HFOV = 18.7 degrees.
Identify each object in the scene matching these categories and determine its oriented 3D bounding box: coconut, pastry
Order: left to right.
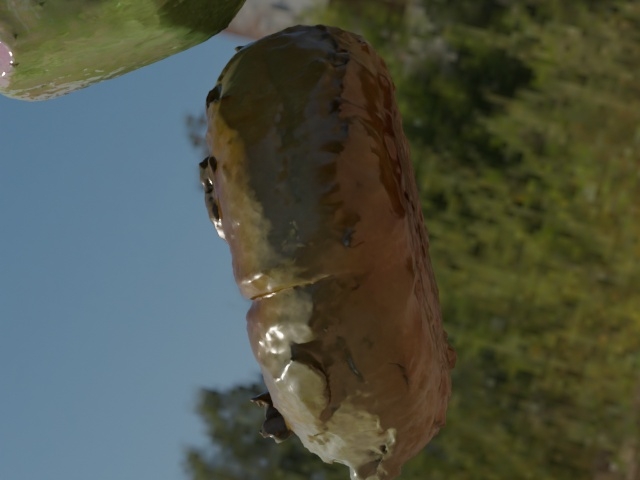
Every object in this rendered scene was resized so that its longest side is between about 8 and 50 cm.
[{"bbox_3d":[-0.138,-0.189,1.041,0.204,0.236,0.236,-36,-39,-66],"label":"coconut"},{"bbox_3d":[-0.001,0.000,1.096,0.257,0.121,0.236,-91,-12,-58],"label":"pastry"}]
